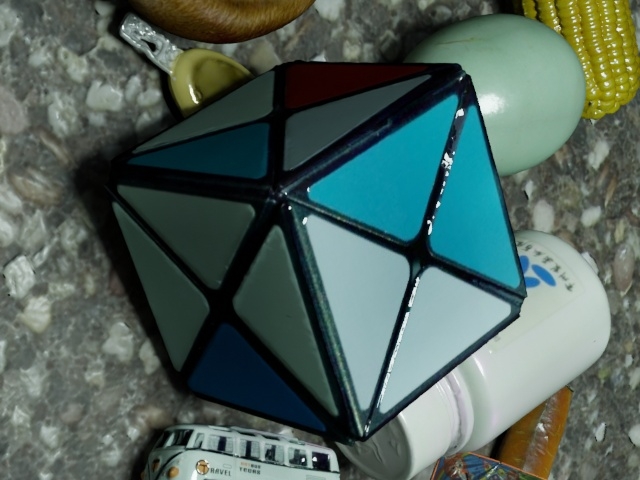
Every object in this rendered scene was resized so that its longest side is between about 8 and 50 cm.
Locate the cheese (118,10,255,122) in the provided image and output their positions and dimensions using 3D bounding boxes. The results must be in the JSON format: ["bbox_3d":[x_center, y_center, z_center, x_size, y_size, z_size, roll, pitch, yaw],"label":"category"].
[{"bbox_3d":[-0.123,-0.156,1.256,0.162,0.036,0.086,38,65,-29],"label":"cheese"}]

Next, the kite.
[{"bbox_3d":[0.167,0.282,1.407,0.190,0.010,0.159,-26,65,0],"label":"kite"}]

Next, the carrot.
[{"bbox_3d":[0.214,0.257,1.458,0.067,0.067,0.225,38,65,-28],"label":"carrot"}]

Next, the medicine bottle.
[{"bbox_3d":[0.144,0.117,1.351,0.293,0.170,0.170,-30,105,-34],"label":"medicine bottle"}]

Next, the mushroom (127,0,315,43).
[{"bbox_3d":[-0.089,-0.298,1.212,0.253,0.153,0.253,-7,103,-32],"label":"mushroom"}]

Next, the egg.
[{"bbox_3d":[0.172,-0.148,1.390,0.230,0.168,0.168,-16,96,-33],"label":"egg"}]

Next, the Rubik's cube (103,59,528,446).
[{"bbox_3d":[0.000,0.000,1.184,0.248,0.250,0.246,-37,120,-34],"label":"Rubik's cube"}]

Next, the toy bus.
[{"bbox_3d":[-0.072,0.218,1.241,0.193,0.087,0.089,16,71,-34],"label":"toy bus"}]

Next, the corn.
[{"bbox_3d":[0.268,-0.302,1.474,0.131,0.131,0.345,-28,113,-34],"label":"corn"}]
